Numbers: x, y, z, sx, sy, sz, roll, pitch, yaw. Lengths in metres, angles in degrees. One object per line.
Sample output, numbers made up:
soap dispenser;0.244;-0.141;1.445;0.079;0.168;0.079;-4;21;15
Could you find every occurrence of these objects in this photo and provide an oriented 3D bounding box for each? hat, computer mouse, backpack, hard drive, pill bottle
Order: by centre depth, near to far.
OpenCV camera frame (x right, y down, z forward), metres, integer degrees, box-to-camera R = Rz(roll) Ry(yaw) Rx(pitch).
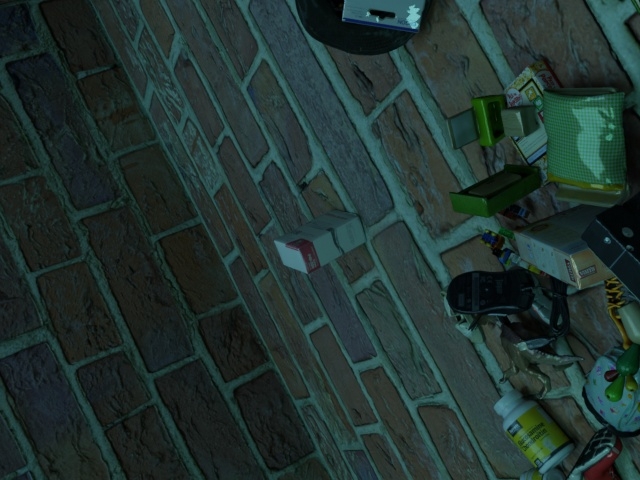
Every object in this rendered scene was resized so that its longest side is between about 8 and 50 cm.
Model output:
hard drive;0.577;0.059;1.074;0.339;0.236;0.064;52;152;25
backpack;0.579;0.278;1.412;0.152;0.115;0.182;50;148;36
computer mouse;0.395;0.144;1.540;0.261;0.060;0.184;-13;66;28
hat;0.092;-0.566;1.555;0.134;0.331;0.331;-74;-20;-56
pill bottle;0.494;0.442;1.737;0.184;0.103;0.103;50;151;29
pill bottle;0.542;0.590;1.822;0.065;0.065;0.116;63;156;5

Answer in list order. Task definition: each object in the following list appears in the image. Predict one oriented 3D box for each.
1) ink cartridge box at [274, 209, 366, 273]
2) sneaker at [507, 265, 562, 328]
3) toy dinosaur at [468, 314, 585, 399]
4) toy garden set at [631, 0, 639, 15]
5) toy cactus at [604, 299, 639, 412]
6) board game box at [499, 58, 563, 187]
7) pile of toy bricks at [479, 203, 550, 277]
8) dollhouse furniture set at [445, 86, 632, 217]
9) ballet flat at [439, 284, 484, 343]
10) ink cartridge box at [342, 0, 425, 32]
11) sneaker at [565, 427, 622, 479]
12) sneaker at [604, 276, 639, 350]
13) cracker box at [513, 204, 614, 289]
ink cartridge box;0.000;0.000;2.174;0.158;0.217;0.092;17;133;58
sneaker;0.450;0.128;1.598;0.158;0.061;0.065;56;160;21
toy dinosaur;0.423;0.212;1.590;0.200;0.127;0.295;57;170;-11
toy garden set;0.545;-0.321;1.014;0.204;0.049;0.244;63;155;5
toy cactus;0.574;0.187;1.272;0.181;0.219;0.112;63;-160;11
board game box;0.411;-0.213;1.379;0.194;0.045;0.147;61;155;9
pile of toy bricks;0.417;0.003;1.500;0.118;0.105;0.212;-66;18;8
dollhouse furniture set;0.365;-0.149;1.292;0.301;0.151;0.198;16;127;57
ballet flat;0.348;0.191;1.858;0.168;0.052;0.057;62;155;6
ink cartridge box;0.140;-0.574;1.415;0.065;0.165;0.333;-78;-2;-52
sneaker;0.611;0.507;1.607;0.118;0.107;0.279;30;145;23
sneaker;0.553;0.102;1.342;0.215;0.083;0.084;65;157;5
cracker box;0.453;0.004;1.279;0.232;0.155;0.067;-127;17;-77
